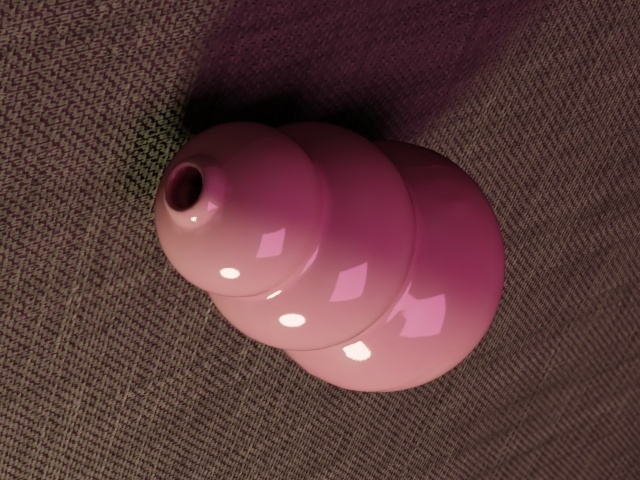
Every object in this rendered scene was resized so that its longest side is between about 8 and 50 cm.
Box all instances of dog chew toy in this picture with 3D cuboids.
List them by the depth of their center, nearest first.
[{"bbox_3d":[0.000,0.000,1.491,0.206,0.206,0.332,-50,143,13],"label":"dog chew toy"}]
